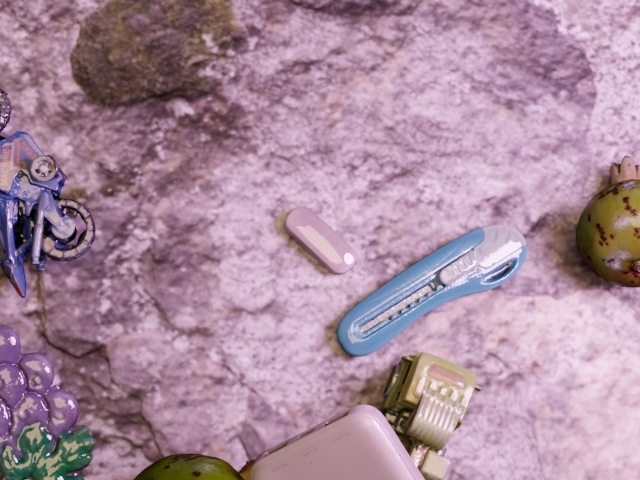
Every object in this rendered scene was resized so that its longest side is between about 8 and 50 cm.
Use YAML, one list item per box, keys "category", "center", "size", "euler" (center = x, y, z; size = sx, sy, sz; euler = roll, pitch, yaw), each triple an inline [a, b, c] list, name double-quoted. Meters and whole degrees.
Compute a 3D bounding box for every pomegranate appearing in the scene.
- category: "pomegranate"
  center: [-0.110, 0.257, 1.708]
  size: [0.169, 0.122, 0.143]
  euler: [-41, 57, -13]
- category: "pomegranate"
  center: [0.314, -0.021, 1.861]
  size: [0.114, 0.114, 0.142]
  euler: [8, 47, -6]

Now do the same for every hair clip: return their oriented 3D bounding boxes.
- category: "hair clip"
  center: [-0.293, 0.174, 1.748]
  size: [0.124, 0.052, 0.195]
  euler: [-33, 91, -6]

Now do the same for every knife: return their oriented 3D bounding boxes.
- category: "knife"
  center: [0.113, 0.049, 1.843]
  size: [0.222, 0.031, 0.064]
  euler: [-30, 86, -14]

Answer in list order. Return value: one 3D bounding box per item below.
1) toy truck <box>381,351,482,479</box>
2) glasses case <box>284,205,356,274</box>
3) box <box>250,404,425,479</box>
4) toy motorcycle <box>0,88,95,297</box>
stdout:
- category: "toy truck"
  center: [0.087, 0.199, 1.756]
  size: [0.085, 0.116, 0.191]
  euler: [25, 74, -3]
- category: "glasses case"
  center: [0.000, 0.000, 1.844]
  size: [0.083, 0.021, 0.032]
  euler: [41, 76, 3]
- category: "box"
  center: [0.062, 0.293, 1.698]
  size: [0.142, 0.044, 0.285]
  euler: [-28, 102, 21]
- category: "toy motorcycle"
  center: [-0.310, -0.053, 1.787]
  size: [0.114, 0.076, 0.205]
  euler: [-35, 85, -6]
